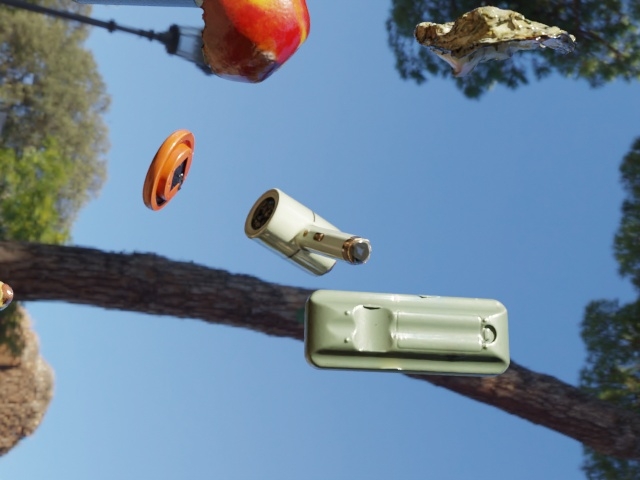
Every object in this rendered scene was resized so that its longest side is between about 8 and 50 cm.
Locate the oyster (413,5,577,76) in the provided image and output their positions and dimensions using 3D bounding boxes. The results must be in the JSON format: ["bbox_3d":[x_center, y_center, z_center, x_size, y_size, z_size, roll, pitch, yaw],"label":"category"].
[{"bbox_3d":[0.285,-0.329,1.320,0.259,0.198,0.092,-5,-88,17],"label":"oyster"}]

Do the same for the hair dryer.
[{"bbox_3d":[0.000,0.000,1.687,0.362,0.203,0.128,15,-106,60],"label":"hair dryer"}]

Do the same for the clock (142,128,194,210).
[{"bbox_3d":[-0.349,-0.162,1.870,0.051,0.205,0.205,25,-71,6],"label":"clock"}]

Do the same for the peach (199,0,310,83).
[{"bbox_3d":[-0.131,-0.365,1.264,0.226,0.190,0.196,46,-52,-7],"label":"peach"}]

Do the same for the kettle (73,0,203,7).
[{"bbox_3d":[-0.423,-0.663,1.857,0.203,0.307,0.262,82,11,-56],"label":"kettle"}]

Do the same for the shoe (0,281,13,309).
[{"bbox_3d":[-0.504,0.080,1.151,0.072,0.109,0.069,59,-19,8],"label":"shoe"}]

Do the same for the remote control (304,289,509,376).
[{"bbox_3d":[0.142,0.149,1.287,0.065,0.335,0.128,127,-35,-73],"label":"remote control"}]
